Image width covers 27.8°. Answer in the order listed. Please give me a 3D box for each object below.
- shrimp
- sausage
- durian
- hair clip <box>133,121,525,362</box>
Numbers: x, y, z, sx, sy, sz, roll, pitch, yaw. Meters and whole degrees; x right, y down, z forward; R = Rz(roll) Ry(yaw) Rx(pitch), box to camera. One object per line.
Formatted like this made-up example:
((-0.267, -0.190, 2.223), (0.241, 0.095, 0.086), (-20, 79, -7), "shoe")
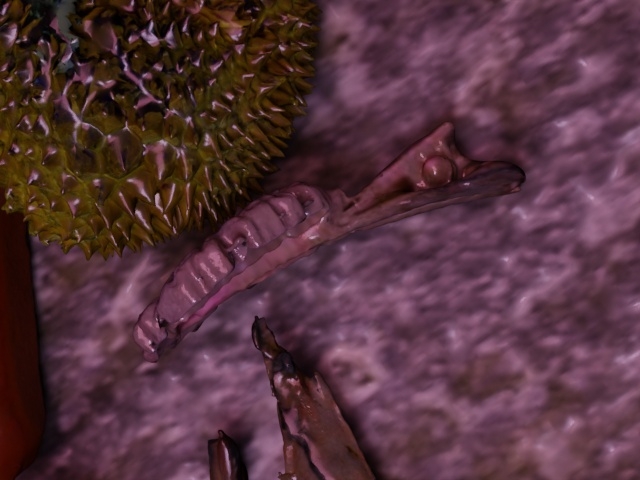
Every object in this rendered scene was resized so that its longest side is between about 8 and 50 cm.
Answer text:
((-0.025, 0.190, 0.959), (0.145, 0.059, 0.254), (-32, 81, 21), "shrimp")
((-0.281, 0.025, 1.026), (0.097, 0.094, 0.348), (-8, 82, 2), "sausage")
((-0.142, -0.128, 0.926), (0.291, 0.225, 0.291), (-3, 79, 16), "durian")
((-0.002, -0.007, 0.922), (0.300, 0.173, 0.069), (-25, 79, -8), "hair clip")
